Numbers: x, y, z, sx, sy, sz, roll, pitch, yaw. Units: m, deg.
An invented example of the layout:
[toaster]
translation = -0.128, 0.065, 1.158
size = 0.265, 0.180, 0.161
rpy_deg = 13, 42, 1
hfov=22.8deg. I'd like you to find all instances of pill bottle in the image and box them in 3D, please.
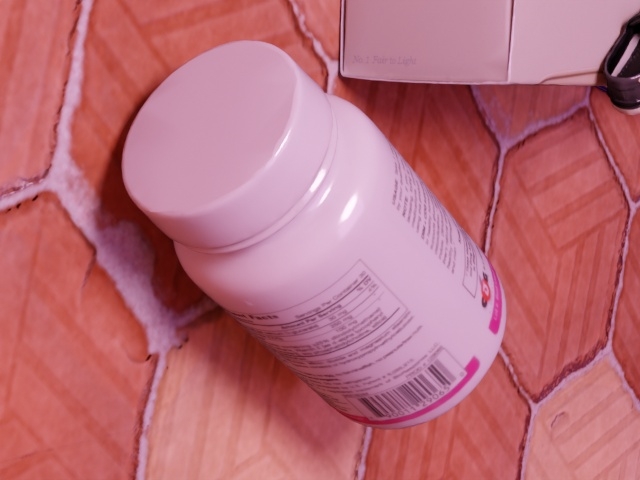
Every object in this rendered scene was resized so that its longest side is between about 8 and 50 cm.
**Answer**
[pill bottle]
translation = 0.000, 0.000, 1.083
size = 0.283, 0.160, 0.160
rpy_deg = 47, 60, -45

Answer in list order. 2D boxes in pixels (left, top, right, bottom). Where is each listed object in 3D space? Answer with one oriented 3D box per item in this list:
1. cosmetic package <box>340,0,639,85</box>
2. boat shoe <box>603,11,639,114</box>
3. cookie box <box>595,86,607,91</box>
[cosmetic package]
translation = 0.171, -0.181, 1.272
size = 0.309, 0.160, 0.113
rpy_deg = -7, 102, -50
[boat shoe]
translation = 0.260, -0.158, 1.221
size = 0.133, 0.049, 0.042
rpy_deg = -55, 143, -23
[cookie box]
translation = 0.276, -0.199, 1.494
size = 0.092, 0.040, 0.107
rpy_deg = 13, 85, -51
